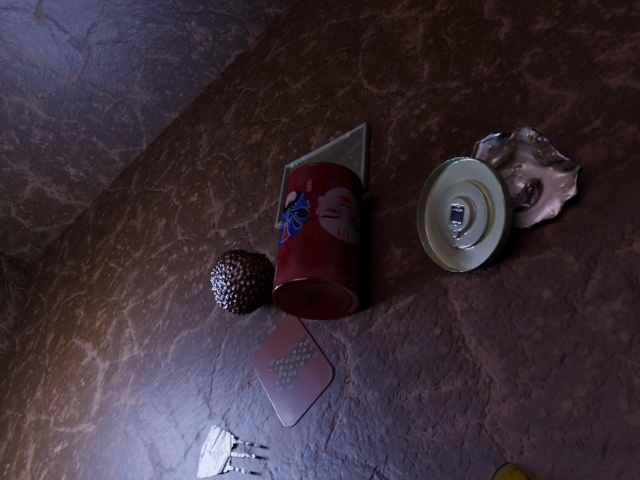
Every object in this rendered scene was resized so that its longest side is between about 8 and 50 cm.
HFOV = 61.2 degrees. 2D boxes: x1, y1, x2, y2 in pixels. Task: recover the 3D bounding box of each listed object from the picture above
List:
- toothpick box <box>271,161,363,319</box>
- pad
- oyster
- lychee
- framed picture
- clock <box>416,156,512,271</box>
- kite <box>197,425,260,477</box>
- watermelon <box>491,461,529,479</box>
[{"bbox_3d":[0.000,0.000,1.310,0.204,0.204,0.333,-23,48,34],"label":"toothpick box"},{"bbox_3d":[-0.075,0.306,1.319,0.181,0.004,0.267,-51,38,5],"label":"pad"},{"bbox_3d":[0.388,-0.113,1.075,0.223,0.083,0.214,42,117,30],"label":"oyster"},{"bbox_3d":[-0.215,0.115,1.479,0.188,0.188,0.188,-27,45,31],"label":"lychee"},{"bbox_3d":[0.004,-0.188,1.594,0.335,0.022,0.247,-22,47,35],"label":"framed picture"},{"bbox_3d":[0.283,-0.052,1.096,0.235,0.029,0.235,4,94,58],"label":"clock"},{"bbox_3d":[-0.223,0.522,1.308,0.229,0.016,0.127,-11,57,46],"label":"kite"},{"bbox_3d":[0.300,0.407,0.784,0.092,0.075,0.181,-48,36,2],"label":"watermelon"}]
